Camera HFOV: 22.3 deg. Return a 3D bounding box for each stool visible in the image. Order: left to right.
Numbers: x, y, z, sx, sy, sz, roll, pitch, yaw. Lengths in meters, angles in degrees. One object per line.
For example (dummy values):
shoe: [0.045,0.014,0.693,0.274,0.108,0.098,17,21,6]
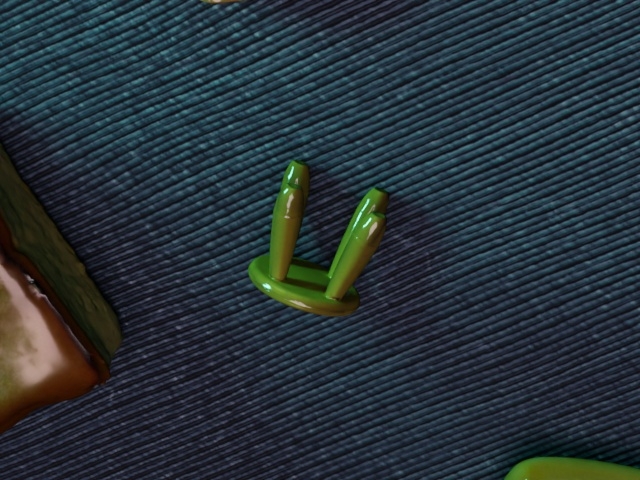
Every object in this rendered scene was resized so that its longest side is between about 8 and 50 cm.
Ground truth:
stool: [0.000,0.000,1.517,0.135,0.134,0.110,2,113,-44]

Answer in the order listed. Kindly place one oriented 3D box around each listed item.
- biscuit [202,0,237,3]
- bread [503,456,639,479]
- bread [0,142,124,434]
biscuit: [-0.129,-0.416,1.399,0.365,0.062,0.385,21,111,-5]
bread: [0.275,0.284,1.604,0.217,0.098,0.147,11,110,-2]
bread: [-0.400,0.059,1.557,0.333,0.143,0.323,-31,104,15]
